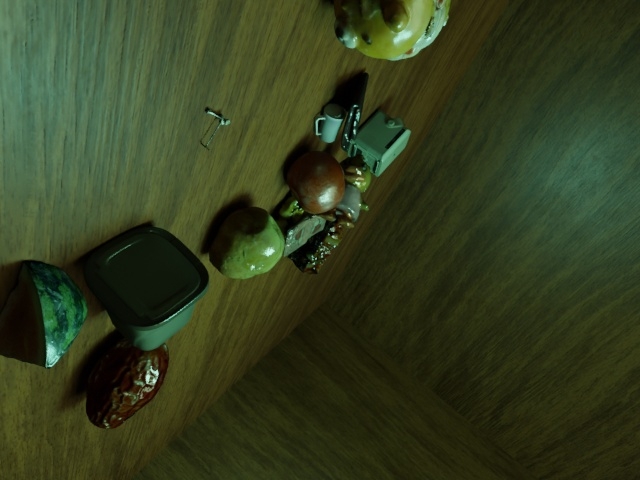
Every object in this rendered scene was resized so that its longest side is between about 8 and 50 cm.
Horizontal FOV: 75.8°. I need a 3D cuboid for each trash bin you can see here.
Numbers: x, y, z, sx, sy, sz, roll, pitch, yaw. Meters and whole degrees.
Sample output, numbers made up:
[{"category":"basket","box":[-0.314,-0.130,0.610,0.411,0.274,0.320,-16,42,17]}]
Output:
[{"category":"trash bin","box":[-0.401,0.129,0.972,0.219,0.220,0.250,-39,168,-36]}]

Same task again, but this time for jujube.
[{"category":"jujube","box":[-0.551,0.398,1.176,0.290,0.197,0.197,-55,166,7]}]

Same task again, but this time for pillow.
[{"category":"pillow","box":[-0.058,-0.044,1.570,0.248,0.049,0.135,-39,157,-42]}]

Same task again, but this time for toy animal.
[{"category":"toy animal","box":[0.106,-0.194,1.542,0.169,0.195,0.281,-3,112,-86]}]

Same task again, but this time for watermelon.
[{"category":"watermelon","box":[-0.519,0.162,0.782,0.202,0.207,0.136,-41,145,27]}]

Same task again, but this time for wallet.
[{"category":"wallet","box":[0.118,-0.436,1.382,0.182,0.049,0.229,105,0,-51]}]

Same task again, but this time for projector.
[{"category":"projector","box":[0.255,-0.423,1.759,0.242,0.177,0.163,-47,167,-16]}]

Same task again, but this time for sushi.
[{"category":"sushi","box":[0.000,0.000,1.999,0.343,0.182,0.196,-54,173,22]}]

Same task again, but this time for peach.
[{"category":"peach","box":[-0.233,0.012,1.265,0.235,0.214,0.214,-33,164,-4]}]

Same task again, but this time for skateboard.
[{"category":"skateboard","box":[-0.244,-0.243,0.905,0.083,0.032,0.064,-57,156,12]}]

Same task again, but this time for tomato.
[{"category":"tomato","box":[-0.007,-0.199,1.396,0.184,0.208,0.208,-33,163,-9]}]

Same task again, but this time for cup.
[{"category":"cup","box":[0.022,-0.383,1.352,0.104,0.074,0.116,-16,154,-27]}]

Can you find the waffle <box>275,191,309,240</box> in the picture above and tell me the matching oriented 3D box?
[{"category":"waffle","box":[-0.040,-0.143,1.679,0.382,0.095,0.380,-52,164,-12]}]

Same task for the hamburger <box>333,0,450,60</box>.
[{"category":"hamburger","box":[0.152,-0.550,0.942,0.237,0.276,0.276,-41,163,-45]}]
